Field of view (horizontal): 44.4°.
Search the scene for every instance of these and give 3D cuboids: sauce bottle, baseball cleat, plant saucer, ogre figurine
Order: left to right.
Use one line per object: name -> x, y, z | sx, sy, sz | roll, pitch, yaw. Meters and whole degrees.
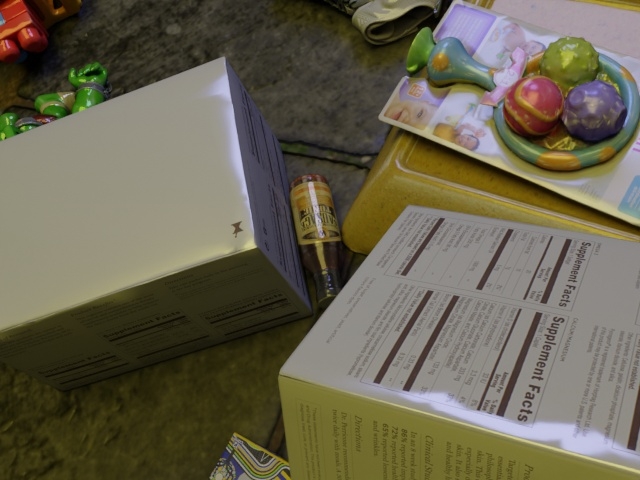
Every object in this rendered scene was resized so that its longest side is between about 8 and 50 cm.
ogre figurine -> -0.306, -0.100, 0.845 | 0.197, 0.097, 0.118 | -21, 46, -5
sauce bottle -> 0.000, 0.000, 0.715 | 0.042, 0.042, 0.128 | -19, 60, 9
baseball cleat -> 0.029, -0.264, 0.827 | 0.205, 0.072, 0.110 | 6, 72, 26
plant saucer -> 0.214, -0.105, 0.673 | 0.332, 0.081, 0.333 | 19, 71, 27

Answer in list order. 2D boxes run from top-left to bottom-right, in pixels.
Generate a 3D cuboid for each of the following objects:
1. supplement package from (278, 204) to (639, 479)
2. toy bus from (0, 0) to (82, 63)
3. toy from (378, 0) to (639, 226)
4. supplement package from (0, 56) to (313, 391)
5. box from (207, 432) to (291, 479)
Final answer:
supplement package -> 0.142, 0.126, 0.467 | 0.262, 0.199, 0.198 | 11, 34, 24
toy bus -> -0.371, -0.320, 0.964 | 0.220, 0.149, 0.211 | -32, 71, -2
toy -> 0.173, -0.119, 0.615 | 0.237, 0.056, 0.137 | 26, 76, 29
supplement package -> -0.165, -0.009, 0.717 | 0.261, 0.145, 0.204 | -18, 59, 9
box -> -0.005, 0.214, 0.597 | 0.168, 0.054, 0.059 | 22, 73, 27
